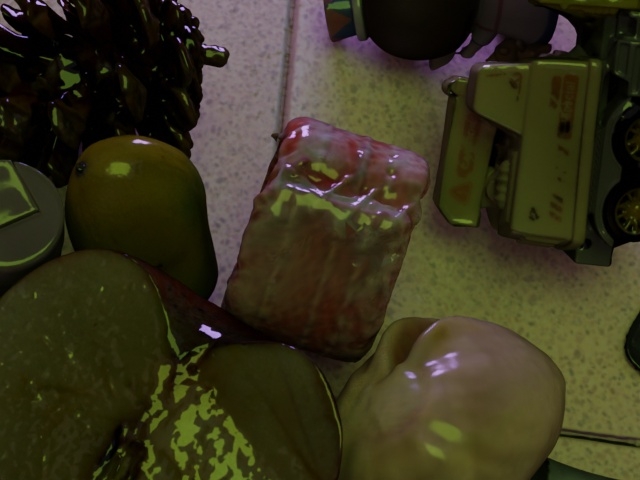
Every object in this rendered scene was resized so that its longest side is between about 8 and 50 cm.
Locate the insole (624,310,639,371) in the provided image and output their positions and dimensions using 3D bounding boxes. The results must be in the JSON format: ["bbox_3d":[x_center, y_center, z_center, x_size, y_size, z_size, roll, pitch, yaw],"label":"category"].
[{"bbox_3d":[0.432,0.032,1.606,0.110,0.012,0.309,36,64,3],"label":"insole"}]

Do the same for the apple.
[{"bbox_3d":[-0.170,0.207,1.248,0.295,0.329,0.365,35,71,-37],"label":"apple"}]

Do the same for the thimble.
[{"bbox_3d":[0.000,0.000,1.399,0.162,0.239,0.239,20,64,-2],"label":"thimble"}]

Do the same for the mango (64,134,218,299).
[{"bbox_3d":[-0.174,-0.006,1.376,0.137,0.237,0.091,-16,45,-10],"label":"mango"}]

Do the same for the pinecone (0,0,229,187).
[{"bbox_3d":[-0.246,-0.168,1.425,0.309,0.244,0.244,-22,73,-9],"label":"pinecone"}]

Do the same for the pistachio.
[{"bbox_3d":[0.132,0.176,1.354,0.318,0.193,0.213,-9,94,-53],"label":"pistachio"}]

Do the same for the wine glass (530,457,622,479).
[{"bbox_3d":[0.321,0.294,1.418,0.231,0.103,0.103,18,65,-2],"label":"wine glass"}]

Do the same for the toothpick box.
[{"bbox_3d":[-0.304,0.009,1.357,0.111,0.180,0.111,4,66,-10],"label":"toothpick box"}]

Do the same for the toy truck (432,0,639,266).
[{"bbox_3d":[0.260,-0.182,1.484,0.254,0.180,0.405,3,104,-8],"label":"toy truck"}]

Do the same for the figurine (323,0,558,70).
[{"bbox_3d":[0.139,-0.278,1.606,0.276,0.161,0.158,1,27,-15],"label":"figurine"}]
